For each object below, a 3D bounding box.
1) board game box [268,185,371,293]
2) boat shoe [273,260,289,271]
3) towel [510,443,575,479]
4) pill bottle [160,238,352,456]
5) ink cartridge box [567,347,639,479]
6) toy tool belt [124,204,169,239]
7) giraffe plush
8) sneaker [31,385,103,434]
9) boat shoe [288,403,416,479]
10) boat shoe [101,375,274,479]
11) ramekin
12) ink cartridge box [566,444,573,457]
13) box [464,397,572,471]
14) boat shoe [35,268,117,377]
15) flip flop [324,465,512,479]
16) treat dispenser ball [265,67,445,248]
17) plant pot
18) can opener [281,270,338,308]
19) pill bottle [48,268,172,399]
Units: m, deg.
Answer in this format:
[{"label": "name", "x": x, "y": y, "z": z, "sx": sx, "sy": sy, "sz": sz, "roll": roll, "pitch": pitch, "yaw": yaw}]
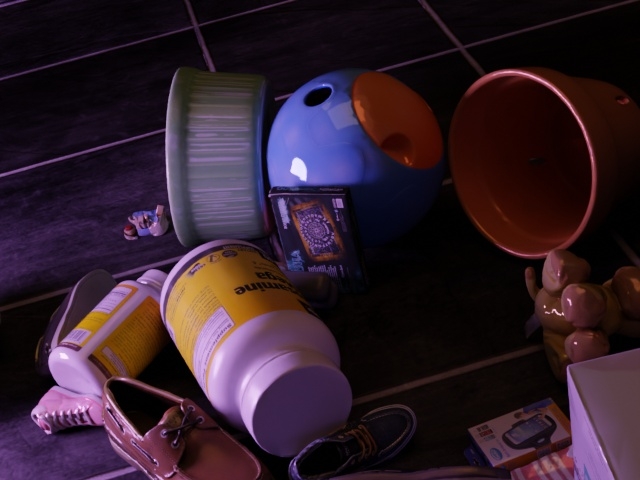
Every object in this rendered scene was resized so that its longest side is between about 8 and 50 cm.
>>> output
[{"label": "board game box", "x": 0.000, "y": 0.000, "z": 1.981, "sx": 0.126, "sy": 0.186, "sz": 0.026, "roll": 2, "pitch": 36, "yaw": 21}, {"label": "boat shoe", "x": -0.123, "y": 0.043, "z": 2.088, "sx": 0.153, "sy": 0.056, "sz": 0.048, "roll": 10, "pitch": 29, "yaw": 30}, {"label": "towel", "x": 0.291, "y": 0.304, "z": 1.548, "sx": 0.197, "sy": 0.029, "sz": 0.144, "roll": -21, "pitch": 32, "yaw": -12}, {"label": "pill bottle", "x": -0.087, "y": 0.147, "z": 1.783, "sx": 0.188, "sy": 0.188, "sz": 0.334, "roll": -22, "pitch": 34, "yaw": -14}, {"label": "ink cartridge box", "x": 0.381, "y": 0.264, "z": 1.333, "sx": 0.198, "sy": 0.270, "sz": 0.197, "roll": -14, "pitch": 40, "yaw": 0}, {"label": "toy tool belt", "x": -0.310, "y": -0.037, "z": 2.280, "sx": 0.083, "sy": 0.051, "sz": 0.052, "roll": -9, "pitch": 32, "yaw": 8}, {"label": "giraffe plush", "x": 0.386, "y": 0.096, "z": 1.750, "sx": 0.170, "sy": 0.181, "sz": 0.210, "roll": -7, "pitch": -4, "yaw": -10}, {"label": "sneaker", "x": -0.358, "y": 0.252, "z": 1.848, "sx": 0.134, "sy": 0.051, "sz": 0.070, "roll": 9, "pitch": 40, "yaw": 37}, {"label": "boat shoe", "x": 0.046, "y": 0.262, "z": 1.640, "sx": 0.183, "sy": 0.083, "sz": 0.065, "roll": -28, "pitch": 79, "yaw": -12}, {"label": "boat shoe", "x": -0.189, "y": 0.269, "z": 1.706, "sx": 0.307, "sy": 0.104, "sz": 0.110, "roll": 17, "pitch": 42, "yaw": 38}, {"label": "ramekin", "x": -0.156, "y": -0.140, "z": 2.165, "sx": 0.148, "sy": 0.303, "sz": 0.303, "roll": -1, "pitch": 33, "yaw": 5}, {"label": "ink cartridge box", "x": 0.402, "y": 0.238, "z": 1.589, "sx": 0.145, "sy": 0.045, "sz": 0.179, "roll": 17, "pitch": 46, "yaw": 26}, {"label": "box", "x": 0.251, "y": 0.253, "z": 1.644, "sx": 0.136, "sy": 0.028, "sz": 0.081, "roll": -18, "pitch": 32, "yaw": -11}, {"label": "boat shoe", "x": -0.383, "y": 0.127, "z": 2.024, "sx": 0.068, "sy": 0.081, "sz": 0.228, "roll": -31, "pitch": 20, "yaw": 29}, {"label": "flip flop", "x": 0.096, "y": 0.312, "z": 1.548, "sx": 0.277, "sy": 0.080, "sz": 0.112, "roll": -8, "pitch": -8, "yaw": 22}, {"label": "treat dispenser ball", "x": 0.056, "y": -0.130, "z": 2.068, "sx": 0.288, "sy": 0.288, "sz": 0.288, "roll": -9, "pitch": 32, "yaw": 6}, {"label": "plant pot", "x": 0.369, "y": -0.136, "z": 2.000, "sx": 0.203, "sy": 0.291, "sz": 0.291, "roll": -18, "pitch": 28, "yaw": -39}, {"label": "can opener", "x": -0.111, "y": 0.089, "z": 2.012, "sx": 0.280, "sy": 0.074, "sz": 0.093, "roll": -3, "pitch": 68, "yaw": 19}, {"label": "pill bottle", "x": -0.293, "y": 0.141, "z": 1.917, "sx": 0.117, "sy": 0.117, "sz": 0.215, "roll": 13, "pitch": 46, "yaw": 35}]
